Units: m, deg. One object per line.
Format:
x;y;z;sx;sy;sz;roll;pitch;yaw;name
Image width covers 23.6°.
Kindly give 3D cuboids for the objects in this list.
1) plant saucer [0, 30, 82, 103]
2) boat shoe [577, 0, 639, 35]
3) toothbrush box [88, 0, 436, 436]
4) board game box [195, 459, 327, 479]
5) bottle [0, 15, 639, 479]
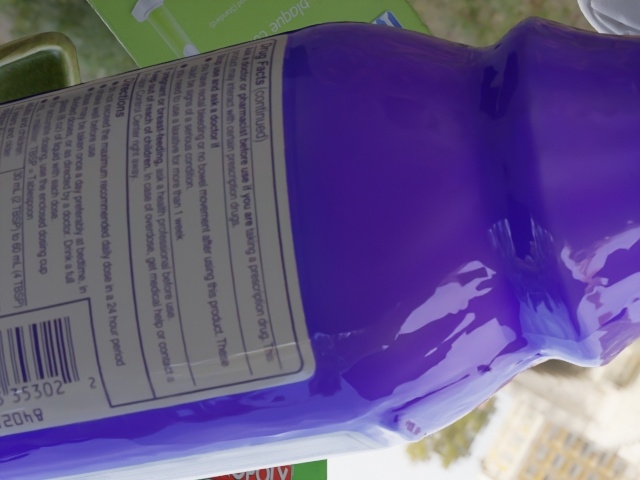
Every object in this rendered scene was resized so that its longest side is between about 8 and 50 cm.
-0.163;0.031;0.527;0.045;0.188;0.188;39;145;41;plant saucer
0.346;-0.193;1.060;0.341;0.110;0.121;1;151;34;boat shoe
0.007;-0.061;0.787;0.283;0.122;0.206;53;-178;-4;toothbrush box
-0.185;0.129;0.808;0.317;0.046;0.213;-10;160;31;board game box
0.000;0.000;0.425;0.283;0.118;0.092;-12;158;17;bottle
